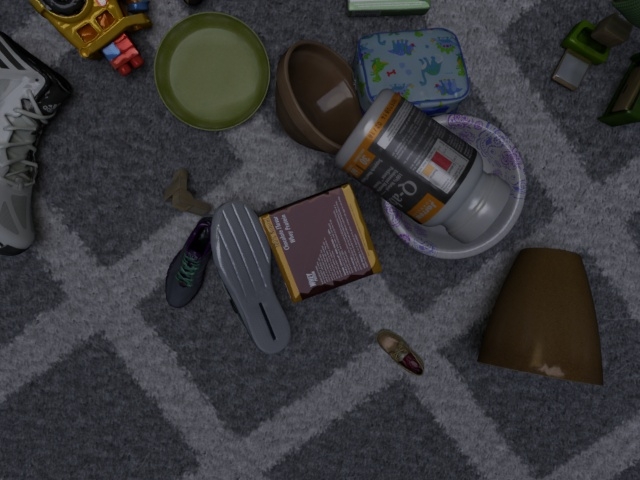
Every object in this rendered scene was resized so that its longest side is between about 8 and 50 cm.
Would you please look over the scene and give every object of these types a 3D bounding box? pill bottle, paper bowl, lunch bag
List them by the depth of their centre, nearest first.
[{"bbox_3d":[0.178,-0.124,0.880,0.279,0.162,0.162,35,95,-3],"label":"pill bottle"},{"bbox_3d":[0.178,-0.327,1.012,0.219,0.090,0.175,-9,76,-9],"label":"lunch bag"},{"bbox_3d":[0.257,-0.109,1.035,0.285,0.148,0.283,0,97,-1],"label":"paper bowl"}]

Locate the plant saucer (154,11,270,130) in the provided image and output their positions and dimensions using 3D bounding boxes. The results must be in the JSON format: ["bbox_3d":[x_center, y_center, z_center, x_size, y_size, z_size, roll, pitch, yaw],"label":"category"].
[{"bbox_3d":[-0.225,-0.352,1.059,0.241,0.037,0.240,0,96,-1],"label":"plant saucer"}]

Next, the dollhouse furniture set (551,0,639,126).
[{"bbox_3d":[0.594,-0.341,0.933,0.198,0.301,0.151,27,93,-6],"label":"dollhouse furniture set"}]

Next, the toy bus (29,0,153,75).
[{"bbox_3d":[-0.413,-0.451,1.001,0.220,0.149,0.211,-37,109,1],"label":"toy bus"}]

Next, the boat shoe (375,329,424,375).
[{"bbox_3d":[0.183,0.253,1.127,0.135,0.045,0.050,38,95,-4],"label":"boat shoe"}]

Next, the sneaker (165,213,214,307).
[{"bbox_3d":[-0.283,0.047,1.073,0.083,0.098,0.223,24,96,-2],"label":"sneaker"}]

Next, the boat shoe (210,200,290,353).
[{"bbox_3d":[-0.165,0.083,1.065,0.121,0.119,0.334,-19,100,-29],"label":"boat shoe"}]

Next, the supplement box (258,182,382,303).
[{"bbox_3d":[0.000,0.000,1.054,0.194,0.129,0.191,-21,96,1],"label":"supplement box"}]

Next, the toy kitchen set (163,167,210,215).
[{"bbox_3d":[-0.292,-0.098,1.095,0.068,0.075,0.083,-28,58,38],"label":"toy kitchen set"}]

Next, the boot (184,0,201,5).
[{"bbox_3d":[-0.175,-0.534,1.023,0.137,0.077,0.197,37,96,-9],"label":"boot"}]

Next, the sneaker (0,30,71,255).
[{"bbox_3d":[-0.617,-0.207,1.005,0.258,0.169,0.447,-18,94,3],"label":"sneaker"}]

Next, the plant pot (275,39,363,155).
[{"bbox_3d":[-0.011,-0.268,1.010,0.110,0.237,0.237,-23,98,43],"label":"plant pot"}]

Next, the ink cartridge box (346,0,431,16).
[{"bbox_3d":[0.137,-0.587,1.027,0.171,0.056,0.234,-2,99,0],"label":"ink cartridge box"}]

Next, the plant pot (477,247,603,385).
[{"bbox_3d":[0.463,0.149,1.043,0.237,0.237,0.254,10,82,-2],"label":"plant pot"}]
